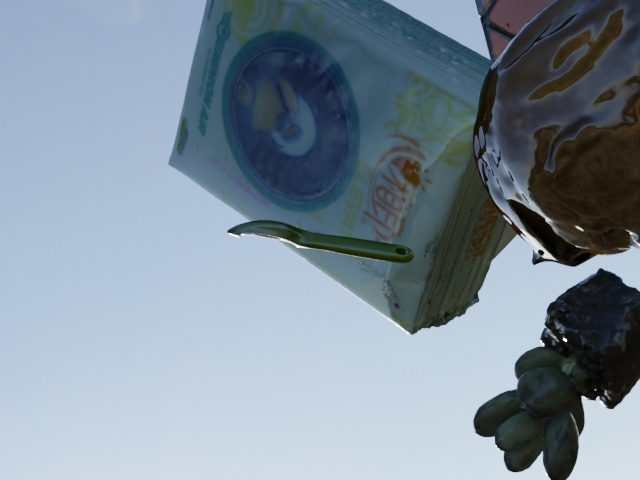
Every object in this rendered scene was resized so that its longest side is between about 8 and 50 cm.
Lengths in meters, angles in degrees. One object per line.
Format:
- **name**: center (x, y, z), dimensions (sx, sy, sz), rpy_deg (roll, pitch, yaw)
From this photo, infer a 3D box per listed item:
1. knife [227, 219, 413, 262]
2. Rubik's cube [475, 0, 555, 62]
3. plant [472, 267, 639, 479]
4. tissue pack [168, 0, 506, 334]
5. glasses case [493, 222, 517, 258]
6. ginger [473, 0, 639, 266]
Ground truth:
- **knife**: center (0.000, 0.000, 1.439), dimensions (0.184, 0.022, 0.026), rpy_deg (9, -35, 1)
- **Rubik's cube**: center (0.333, -0.311, 2.025), dimensions (0.205, 0.207, 0.205), rpy_deg (-17, -8, 16)
- **plant**: center (0.312, 0.172, 1.865), dimensions (0.274, 0.146, 0.149), rpy_deg (-49, -42, -17)
- **tissue pack**: center (0.029, -0.120, 1.619), dimensions (0.162, 0.388, 0.287), rpy_deg (-22, -42, -46)
- **glasses case**: center (0.231, -0.017, 2.161), dimensions (0.233, 0.092, 0.059), rpy_deg (-42, 25, -22)
- **ginger**: center (0.245, -0.110, 1.171), dimensions (0.269, 0.200, 0.223), rpy_deg (-37, 5, -33)
